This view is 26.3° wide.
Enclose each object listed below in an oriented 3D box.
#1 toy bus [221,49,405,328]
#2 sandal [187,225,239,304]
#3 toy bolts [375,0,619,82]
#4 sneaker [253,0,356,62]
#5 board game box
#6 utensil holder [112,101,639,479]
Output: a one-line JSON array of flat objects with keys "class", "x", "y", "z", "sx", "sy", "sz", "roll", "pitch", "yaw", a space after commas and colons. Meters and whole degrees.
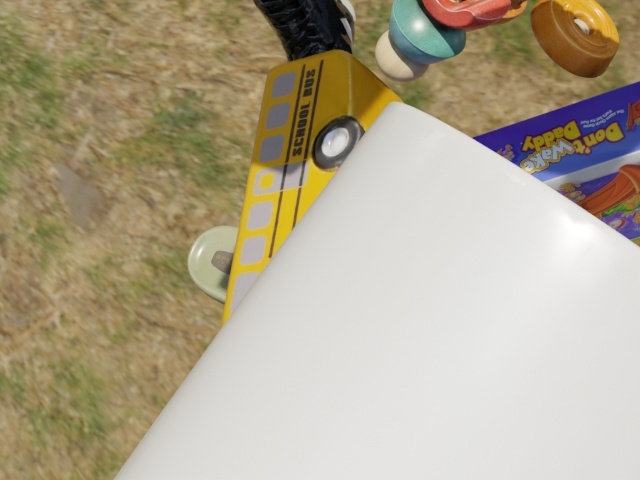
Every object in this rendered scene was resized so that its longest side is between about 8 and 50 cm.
[{"class": "toy bus", "x": 0.000, "y": 0.000, "z": 1.202, "sx": 0.108, "sy": 0.130, "sz": 0.333, "roll": 37, "pitch": 54, "yaw": -46}, {"class": "sandal", "x": -0.044, "y": 0.046, "z": 1.593, "sx": 0.120, "sy": 0.302, "sz": 0.086, "roll": -65, "pitch": 147, "yaw": -19}, {"class": "toy bolts", "x": 0.171, "y": -0.220, "z": 1.446, "sx": 0.228, "sy": 0.158, "sz": 0.218, "roll": -22, "pitch": 74, "yaw": -41}, {"class": "sneaker", "x": -0.016, "y": -0.207, "z": 1.320, "sx": 0.217, "sy": 0.079, "sz": 0.121, "roll": 35, "pitch": 44, "yaw": -57}, {"class": "board game box", "x": 0.264, "y": -0.055, "z": 1.491, "sx": 0.347, "sy": 0.078, "sz": 0.233, "roll": -18, "pitch": 154, "yaw": 15}, {"class": "utensil holder", "x": 0.056, "y": 0.151, "z": 0.874, "sx": 0.327, "sy": 0.327, "sz": 0.385, "roll": 33, "pitch": 93, "yaw": -27}]
